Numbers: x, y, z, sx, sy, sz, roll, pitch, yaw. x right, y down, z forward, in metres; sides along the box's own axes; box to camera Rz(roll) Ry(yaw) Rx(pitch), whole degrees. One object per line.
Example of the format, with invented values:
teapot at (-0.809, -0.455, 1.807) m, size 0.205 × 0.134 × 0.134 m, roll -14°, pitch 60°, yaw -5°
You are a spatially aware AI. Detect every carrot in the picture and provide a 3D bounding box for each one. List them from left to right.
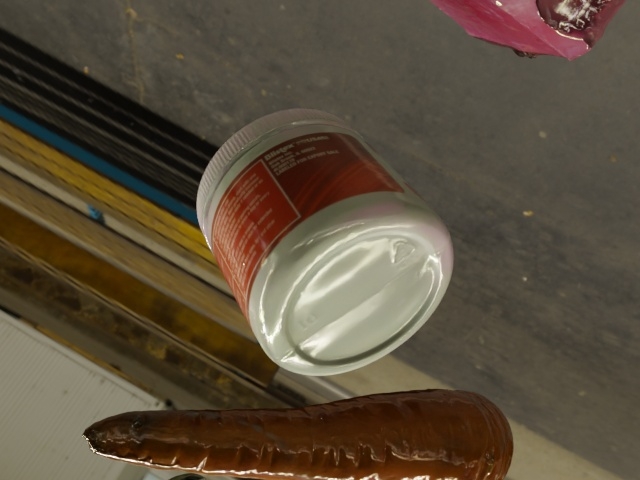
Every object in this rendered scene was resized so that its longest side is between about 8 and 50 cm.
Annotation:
carrot at (0.009, 0.104, 0.351) m, size 0.257 × 0.061 × 0.061 m, roll 12°, pitch 164°, yaw -29°

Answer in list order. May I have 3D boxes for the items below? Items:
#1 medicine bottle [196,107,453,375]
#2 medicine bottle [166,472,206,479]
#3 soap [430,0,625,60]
medicine bottle at (0.000, 0.000, 0.812) m, size 0.241 × 0.253 × 0.252 m, roll 54°, pitch 175°, yaw 43°
medicine bottle at (0.024, 0.177, 0.192) m, size 0.239 × 0.124 × 0.124 m, roll 25°, pitch 154°, yaw 18°
soap at (0.180, -0.255, 0.440) m, size 0.099 × 0.250 × 0.162 m, roll 28°, pitch -166°, yaw -20°
